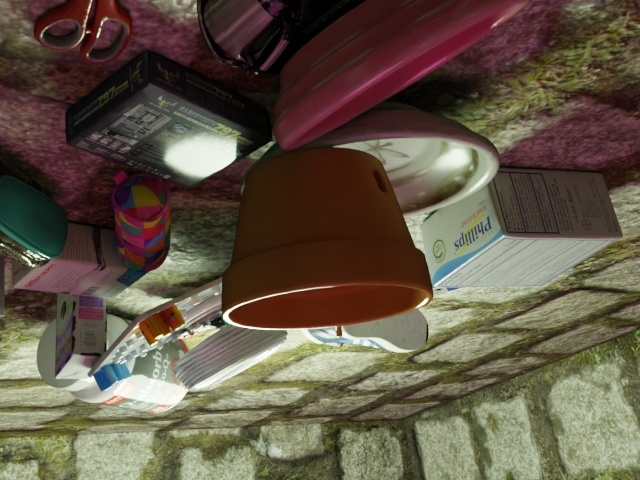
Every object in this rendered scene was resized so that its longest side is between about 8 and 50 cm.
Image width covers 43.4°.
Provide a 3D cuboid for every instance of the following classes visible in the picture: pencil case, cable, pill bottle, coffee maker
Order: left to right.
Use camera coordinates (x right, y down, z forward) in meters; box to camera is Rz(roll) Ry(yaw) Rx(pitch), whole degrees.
[{"bbox_3d":[-0.486,0.292,1.926,0.210,0.210,0.363,-19,156,21],"label":"pill bottle"},{"bbox_3d":[-0.306,-0.031,1.379,0.104,0.104,0.236,-4,155,-14],"label":"pencil case"},{"bbox_3d":[-0.193,0.239,1.731,0.257,0.089,0.257,-22,169,-47],"label":"cable"},{"bbox_3d":[-0.025,-0.277,0.902,0.178,0.120,0.171,-28,-177,40],"label":"coffee maker"}]

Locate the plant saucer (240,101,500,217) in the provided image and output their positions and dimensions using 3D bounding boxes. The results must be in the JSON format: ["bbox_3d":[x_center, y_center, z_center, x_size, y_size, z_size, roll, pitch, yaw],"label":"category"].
[{"bbox_3d":[0.072,-0.127,1.260,0.400,0.100,0.400,-6,163,-2],"label":"plant saucer"}]

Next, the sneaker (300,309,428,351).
[{"bbox_3d":[0.094,0.215,2.086,0.323,0.130,0.236,12,169,-38],"label":"sneaker"}]

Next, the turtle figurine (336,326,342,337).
[{"bbox_3d":[-0.008,0.027,1.443,0.217,0.269,0.087,15,164,-24],"label":"turtle figurine"}]

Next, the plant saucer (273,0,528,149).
[{"bbox_3d":[0.079,-0.222,0.932,0.332,0.084,0.332,-31,-178,1],"label":"plant saucer"}]

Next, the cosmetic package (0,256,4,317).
[{"bbox_3d":[-0.707,0.113,1.519,0.238,0.127,0.107,-20,155,28],"label":"cosmetic package"}]

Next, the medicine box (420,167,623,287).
[{"bbox_3d":[0.395,-0.019,1.619,0.289,0.149,0.263,1,155,-24],"label":"medicine box"}]

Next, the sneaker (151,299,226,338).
[{"bbox_3d":[-0.259,0.164,1.861,0.276,0.097,0.135,-1,156,-26],"label":"sneaker"}]

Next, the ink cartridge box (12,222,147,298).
[{"bbox_3d":[-0.446,0.038,1.493,0.203,0.086,0.148,12,149,-41],"label":"ink cartridge box"}]

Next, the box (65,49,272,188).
[{"bbox_3d":[-0.211,-0.162,1.143,0.183,0.059,0.233,-25,152,34],"label":"box"}]

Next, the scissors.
[{"bbox_3d":[-0.234,-0.290,0.885,0.109,0.021,0.297,7,151,-30],"label":"scissors"}]

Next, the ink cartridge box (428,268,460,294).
[{"bbox_3d":[0.295,0.098,1.995,0.207,0.046,0.097,-16,158,15],"label":"ink cartridge box"}]

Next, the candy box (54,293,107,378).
[{"bbox_3d":[-0.487,0.165,1.635,0.070,0.196,0.165,7,153,-28],"label":"candy box"}]

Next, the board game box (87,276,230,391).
[{"bbox_3d":[-0.225,0.148,1.557,0.390,0.050,0.390,-24,170,-35],"label":"board game box"}]

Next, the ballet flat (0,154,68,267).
[{"bbox_3d":[-0.514,-0.081,1.118,0.182,0.164,0.483,7,160,5],"label":"ballet flat"}]

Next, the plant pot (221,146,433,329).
[{"bbox_3d":[0.000,0.000,1.129,0.291,0.203,0.291,-6,163,-2],"label":"plant pot"}]
